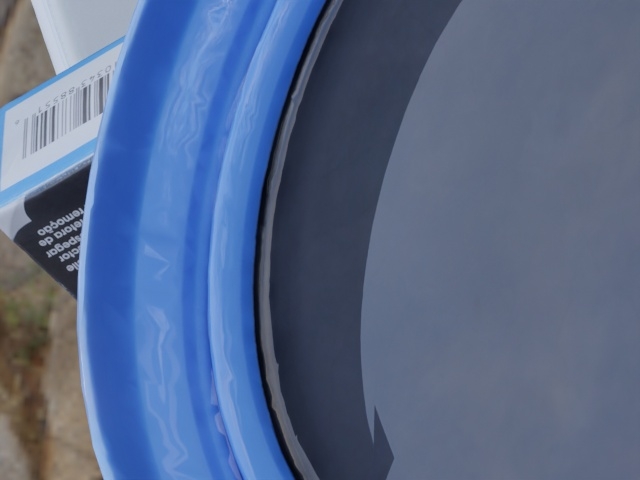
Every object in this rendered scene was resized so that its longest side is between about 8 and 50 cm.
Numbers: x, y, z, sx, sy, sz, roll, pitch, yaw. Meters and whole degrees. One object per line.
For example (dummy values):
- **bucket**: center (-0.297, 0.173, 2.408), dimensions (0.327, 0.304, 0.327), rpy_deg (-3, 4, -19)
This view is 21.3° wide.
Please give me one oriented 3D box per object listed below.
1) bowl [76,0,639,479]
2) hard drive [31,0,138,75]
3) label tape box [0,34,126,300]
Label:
- **bowl**: center (0.062, -0.046, 0.553), dimensions (0.391, 0.077, 0.391), rpy_deg (-25, 55, 42)
- **hard drive**: center (-0.109, -0.171, 1.408), dimensions (0.047, 0.233, 0.353), rpy_deg (-8, 102, 62)
- **label tape box**: center (0.000, 0.000, 1.032), dimensions (0.241, 0.333, 0.106), rpy_deg (-29, 38, 18)
